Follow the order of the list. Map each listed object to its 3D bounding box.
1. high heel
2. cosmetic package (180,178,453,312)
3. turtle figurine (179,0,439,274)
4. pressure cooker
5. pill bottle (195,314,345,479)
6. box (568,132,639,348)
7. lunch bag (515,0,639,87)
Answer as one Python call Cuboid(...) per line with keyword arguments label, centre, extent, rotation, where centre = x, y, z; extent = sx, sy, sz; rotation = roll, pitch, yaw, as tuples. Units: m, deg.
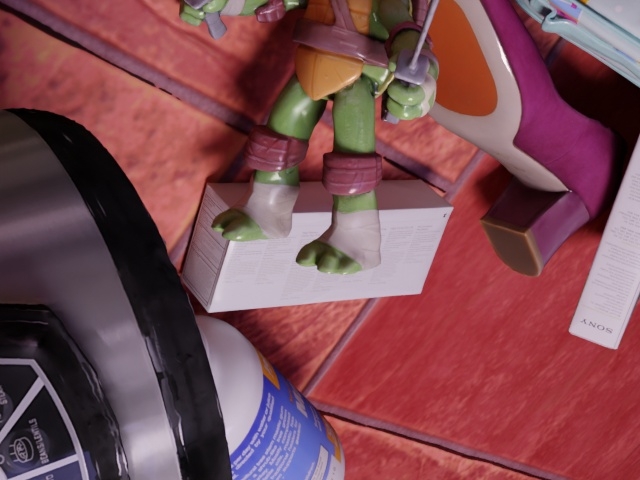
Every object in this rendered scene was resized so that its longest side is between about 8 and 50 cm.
Cuboid(label="high heel", centre=(0.190, -0.145, 1.126), extent=(0.181, 0.127, 0.377), rotation=(-49, 143, -21))
Cuboid(label="cosmetic package", centre=(0.000, 0.000, 1.103), extent=(0.239, 0.060, 0.099), rotation=(-2, 125, -37))
Cuboid(label="turtle figurine", centre=(-0.018, -0.115, 0.883), extent=(0.197, 0.275, 0.266), rotation=(9, 105, 1))
Cuboid(label="pressure cooker", centre=(-0.304, 0.138, 0.743), extent=(0.420, 0.370, 0.376), rotation=(-17, 141, -27))
Cuboid(label="pill bottle", centre=(-0.097, 0.159, 1.083), extent=(0.152, 0.152, 0.272), rotation=(-42, 139, -4))
Cuboid(label="box", centre=(0.343, -0.079, 1.235), extent=(0.232, 0.058, 0.322), rotation=(-46, 155, -55))
Cuboid(label="lunch bag", centre=(0.294, -0.230, 1.010), extent=(0.224, 0.279, 0.108), rotation=(-55, 175, 1))
